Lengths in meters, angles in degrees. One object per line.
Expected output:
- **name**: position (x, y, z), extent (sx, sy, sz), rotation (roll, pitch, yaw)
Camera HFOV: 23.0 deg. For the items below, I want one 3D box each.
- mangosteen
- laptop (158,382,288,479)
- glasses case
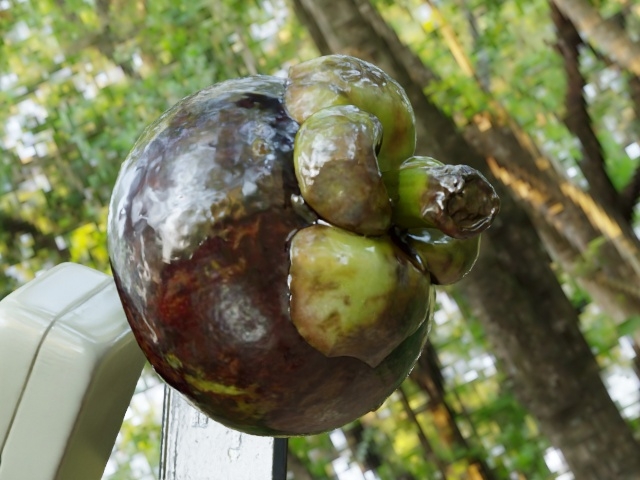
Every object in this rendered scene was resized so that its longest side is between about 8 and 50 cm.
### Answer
- **mangosteen**: position (0.000, 0.000, 0.812), extent (0.217, 0.192, 0.192), rotation (-18, -14, 32)
- **laptop**: position (-0.084, 0.149, 1.373), extent (0.135, 0.197, 0.016), rotation (-5, -12, 32)
- **glasses case**: position (-0.188, 0.172, 0.931), extent (0.131, 0.070, 0.313), rotation (-45, -22, -74)
